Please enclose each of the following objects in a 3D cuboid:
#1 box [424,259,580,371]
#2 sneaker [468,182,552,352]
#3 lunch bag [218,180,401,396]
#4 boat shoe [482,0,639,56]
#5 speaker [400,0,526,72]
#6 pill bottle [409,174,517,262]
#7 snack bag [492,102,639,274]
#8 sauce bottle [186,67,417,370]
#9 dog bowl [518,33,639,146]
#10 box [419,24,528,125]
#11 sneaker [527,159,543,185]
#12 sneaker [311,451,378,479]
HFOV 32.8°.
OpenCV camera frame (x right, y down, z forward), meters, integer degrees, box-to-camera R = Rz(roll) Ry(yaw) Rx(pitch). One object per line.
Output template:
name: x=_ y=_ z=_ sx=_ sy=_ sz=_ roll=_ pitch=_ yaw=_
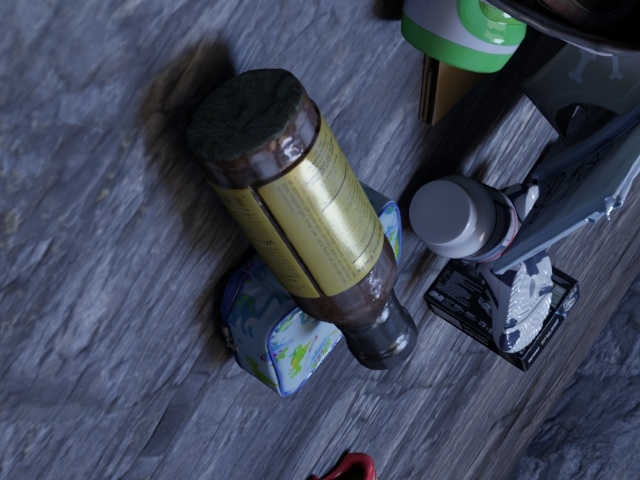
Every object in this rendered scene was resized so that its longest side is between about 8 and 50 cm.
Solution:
box: x=0.274 y=0.085 z=1.641 sx=0.147 sy=0.180 sz=0.077 roll=-53 pitch=155 yaw=-10
sneaker: x=0.241 y=0.037 z=1.537 sx=0.094 sy=0.153 sz=0.235 roll=5 pitch=87 yaw=-40
lunch bag: x=-0.007 y=0.050 z=1.158 sx=0.219 sy=0.090 sz=0.176 roll=-47 pitch=154 yaw=-21
boat shoe: x=0.167 y=-0.246 z=0.905 sx=0.335 sy=0.095 sz=0.112 roll=19 pitch=115 yaw=-31
speaker: x=0.175 y=-0.311 z=1.005 sx=0.131 sy=0.131 sz=0.297 roll=-23 pitch=139 yaw=-53
pill bottle: x=0.181 y=-0.029 z=1.406 sx=0.108 sy=0.108 sz=0.180 roll=-60 pitch=156 yaw=9
snack bag: x=0.339 y=-0.122 z=1.314 sx=0.342 sy=0.037 sz=0.323 roll=-55 pitch=-176 yaw=-22
sauce bottle: x=0.000 y=0.000 z=0.970 sx=0.111 sy=0.111 sz=0.344 roll=-49 pitch=139 yaw=-18
dog bowl: x=0.372 y=-0.278 z=1.307 sx=0.349 sy=0.102 sz=0.349 roll=-53 pitch=-175 yaw=6
box: x=0.185 y=-0.245 z=1.242 sx=0.201 sy=0.021 sz=0.164 roll=-43 pitch=154 yaw=-28
sneaker: x=0.439 y=-0.130 z=1.781 sx=0.296 sy=0.104 sz=0.147 roll=-48 pitch=161 yaw=-9
sneaker: x=-0.009 y=0.419 z=1.661 sx=0.279 sy=0.107 sz=0.118 roll=-38 pitch=132 yaw=-43
